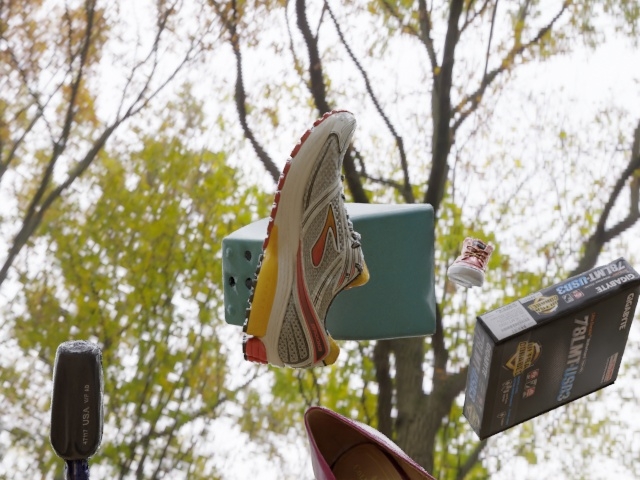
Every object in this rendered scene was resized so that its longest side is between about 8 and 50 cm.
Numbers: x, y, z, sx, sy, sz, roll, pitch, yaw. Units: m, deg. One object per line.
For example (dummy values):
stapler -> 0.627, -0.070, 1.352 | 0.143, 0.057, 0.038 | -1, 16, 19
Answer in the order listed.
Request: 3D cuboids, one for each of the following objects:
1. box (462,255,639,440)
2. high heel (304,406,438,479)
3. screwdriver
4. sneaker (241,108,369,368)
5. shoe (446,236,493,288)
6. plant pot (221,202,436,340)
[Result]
box -> 0.396, 0.192, 1.748 | 0.293, 0.073, 0.295 | -18, -41, -15
high heel -> 0.098, 0.295, 1.016 | 0.181, 0.127, 0.377 | 52, -15, -26
screwdriver -> -0.108, 0.125, 0.454 | 0.024, 0.025, 0.169 | 10, -72, 26
sneaker -> 0.000, 0.000, 0.859 | 0.093, 0.088, 0.225 | 12, -93, 0
shoe -> 0.258, 0.034, 1.739 | 0.063, 0.081, 0.178 | 22, -4, 6
plant pot -> 0.002, 0.044, 1.250 | 0.165, 0.234, 0.165 | 3, -83, 48
